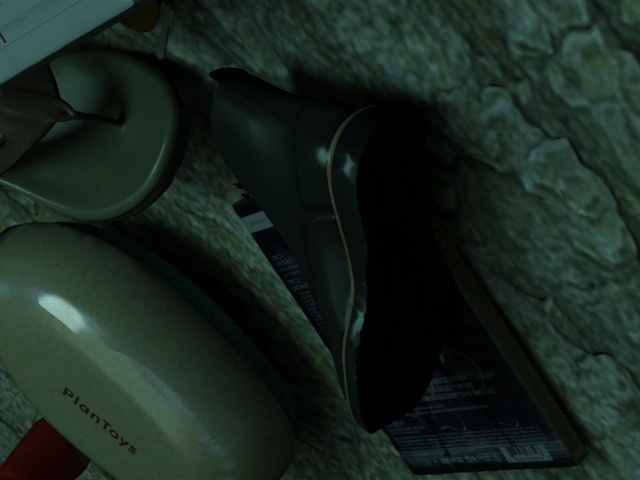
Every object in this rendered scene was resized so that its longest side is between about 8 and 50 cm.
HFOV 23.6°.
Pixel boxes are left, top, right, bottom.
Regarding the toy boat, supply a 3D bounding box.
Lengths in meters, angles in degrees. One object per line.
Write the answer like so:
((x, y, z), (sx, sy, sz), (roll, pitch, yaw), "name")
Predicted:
((-0.153, 0.105, 1.159), (0.267, 0.148, 0.318), (44, 142, -1), "toy boat")

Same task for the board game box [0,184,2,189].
((-0.305, -0.091, 1.119), (0.211, 0.039, 0.160), (24, 99, 36), "board game box")

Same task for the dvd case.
((0.050, 0.050, 0.937), (0.221, 0.018, 0.164), (56, 148, -11), "dvd case")

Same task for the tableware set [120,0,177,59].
((-0.128, -0.186, 0.900), (0.154, 0.024, 0.104), (42, 145, 14), "tableware set")

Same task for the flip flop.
((-0.205, -0.089, 0.985), (0.277, 0.080, 0.112), (22, 98, 25), "flip flop")

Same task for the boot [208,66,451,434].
((0.000, 0.000, 0.871), (0.137, 0.077, 0.198), (26, 128, 40), "boot")

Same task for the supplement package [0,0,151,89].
((-0.151, -0.169, 0.803), (0.244, 0.134, 0.139), (-17, 108, 49), "supplement package")
